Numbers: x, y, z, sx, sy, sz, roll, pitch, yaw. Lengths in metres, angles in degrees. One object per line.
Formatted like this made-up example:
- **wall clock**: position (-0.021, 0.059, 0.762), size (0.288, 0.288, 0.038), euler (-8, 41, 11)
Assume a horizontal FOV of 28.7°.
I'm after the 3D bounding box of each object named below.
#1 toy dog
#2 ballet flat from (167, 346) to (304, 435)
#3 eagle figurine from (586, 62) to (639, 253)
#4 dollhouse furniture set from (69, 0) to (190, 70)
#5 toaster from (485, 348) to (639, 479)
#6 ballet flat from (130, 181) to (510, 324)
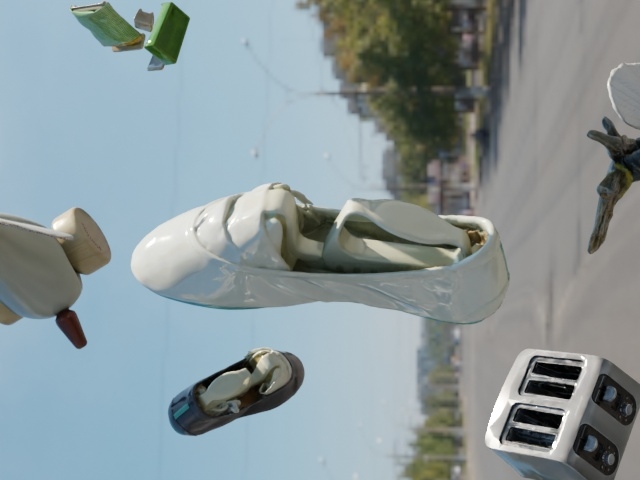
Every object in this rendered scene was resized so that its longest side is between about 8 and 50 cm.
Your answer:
- **toy dog**: position (-0.354, 0.040, 1.413), size (0.334, 0.220, 0.161), euler (4, -131, -57)
- **ballet flat**: position (-0.083, 0.164, 1.427), size (0.203, 0.074, 0.074), euler (-21, -62, -41)
- **eagle figurine**: position (0.474, -0.092, 1.435), size (0.225, 0.298, 0.226), euler (-1, -89, -58)
- **dollhouse furniture set**: position (-0.212, -0.220, 1.371), size (0.076, 0.152, 0.058), euler (39, -118, -46)
- **toaster**: position (0.335, 0.247, 1.743), size (0.110, 0.186, 0.168), euler (41, -114, -34)
- **ballet flat**: position (0.000, 0.000, 1.299), size (0.139, 0.400, 0.139), euler (6, -90, -86)
